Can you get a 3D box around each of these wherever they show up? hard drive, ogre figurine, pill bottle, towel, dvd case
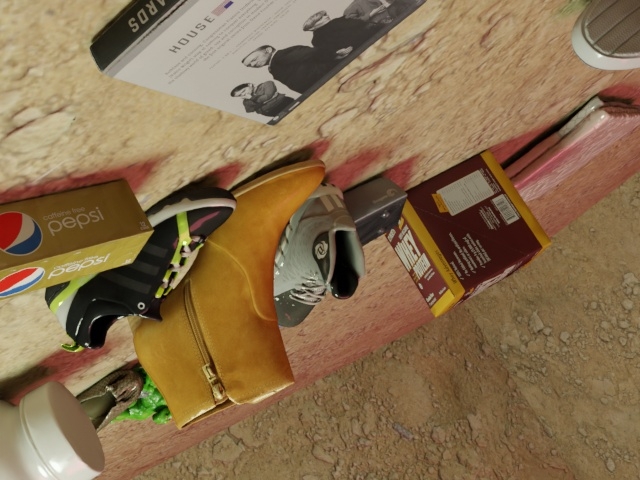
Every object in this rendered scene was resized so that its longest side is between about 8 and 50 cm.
[{"bbox_3d":[0.000,0.000,1.196,0.255,0.054,0.172,-29,167,-8],"label":"hard drive"},{"bbox_3d":[-0.301,0.267,1.434,0.197,0.097,0.118,-49,145,9],"label":"ogre figurine"},{"bbox_3d":[-0.465,0.329,1.080,0.334,0.187,0.188,-30,166,-5],"label":"pill bottle"},{"bbox_3d":[0.470,-0.166,1.627,0.317,0.053,0.332,-40,164,30],"label":"towel"},{"bbox_3d":[-0.030,-0.162,0.608,0.179,0.029,0.239,-36,165,19],"label":"dvd case"}]

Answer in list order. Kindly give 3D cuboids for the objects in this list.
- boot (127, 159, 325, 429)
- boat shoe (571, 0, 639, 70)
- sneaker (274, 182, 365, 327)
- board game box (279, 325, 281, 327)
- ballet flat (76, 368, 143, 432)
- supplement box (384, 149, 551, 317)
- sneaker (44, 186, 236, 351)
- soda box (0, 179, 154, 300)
[{"bbox_3d":[-0.075,0.063,0.925,0.295,0.211,0.104,-33,167,5],"label":"boot"},{"bbox_3d":[0.419,-0.275,1.016,0.302,0.109,0.094,-29,168,-22],"label":"boat shoe"},{"bbox_3d":[-0.007,0.052,1.050,0.086,0.132,0.228,-4,128,-27],"label":"sneaker"},{"bbox_3d":[-0.157,0.184,1.571,0.281,0.027,0.145,-28,167,-11],"label":"board game box"},{"bbox_3d":[-0.393,0.300,1.350,0.250,0.084,0.058,-38,-179,8],"label":"ballet flat"},{"bbox_3d":[0.236,-0.010,1.377,0.194,0.191,0.129,-27,166,-15],"label":"supplement box"},{"bbox_3d":[-0.174,0.036,0.857,0.235,0.097,0.084,-33,167,7],"label":"sneaker"},{"bbox_3d":[-0.236,0.003,0.690,0.181,0.058,0.061,-19,162,-43],"label":"soda box"}]
